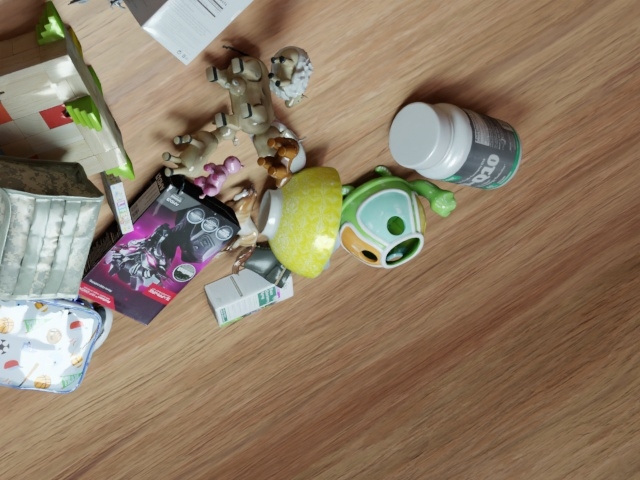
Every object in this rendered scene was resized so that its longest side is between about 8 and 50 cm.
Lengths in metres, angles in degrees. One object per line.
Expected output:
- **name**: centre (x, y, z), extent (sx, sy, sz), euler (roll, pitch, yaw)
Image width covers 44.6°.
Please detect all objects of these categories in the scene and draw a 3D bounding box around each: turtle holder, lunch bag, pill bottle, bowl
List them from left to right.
- **lunch bag**: centre (-0.563, -0.022, 1.387), extent (0.287, 0.169, 0.235), euler (2, 120, -40)
- **lunch bag**: centre (-0.672, 0.222, 1.826), extent (0.303, 0.115, 0.243), euler (16, 94, -32)
- **bowl**: centre (-0.069, -0.057, 1.969), extent (0.156, 0.289, 0.289), euler (10, 129, -19)
- **turtle holder**: centre (0.202, -0.050, 2.202), extent (0.320, 0.227, 0.243), euler (-8, 137, -32)
- **pill bottle**: centre (0.366, -0.257, 2.112), extent (0.361, 0.204, 0.204), euler (6, 129, -42)

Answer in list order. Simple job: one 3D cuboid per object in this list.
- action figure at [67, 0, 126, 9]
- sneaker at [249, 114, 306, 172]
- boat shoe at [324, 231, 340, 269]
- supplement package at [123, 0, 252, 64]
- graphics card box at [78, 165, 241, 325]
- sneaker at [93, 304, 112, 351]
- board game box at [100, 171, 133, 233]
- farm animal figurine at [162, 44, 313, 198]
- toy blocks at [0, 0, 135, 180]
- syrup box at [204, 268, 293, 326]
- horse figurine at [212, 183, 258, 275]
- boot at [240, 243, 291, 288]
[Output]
- **action figure**: centre (-0.414, -0.483, 1.292), extent (0.185, 0.099, 0.285), euler (-28, 141, 11)
- **sneaker**: centre (-0.102, -0.221, 1.852), extent (0.103, 0.111, 0.252), euler (-39, 145, 7)
- **boat shoe**: centre (0.000, 0.000, 2.185), extent (0.095, 0.084, 0.258), euler (8, 155, -9)
- **supplement package**: centre (-0.225, -0.473, 1.430), extent (0.244, 0.139, 0.134), euler (-42, 145, 9)
- **graphics card box**: centre (-0.398, 0.022, 1.879), extent (0.371, 0.094, 0.233), euler (-45, 129, 13)
- **sneaker**: centre (-0.658, 0.244, 1.960), extent (0.269, 0.101, 0.153), euler (-39, 145, 6)
- **board game box**: centre (-0.452, -0.102, 1.716), extent (0.026, 0.103, 0.154), euler (-21, 143, -19)
- **farm animal figurine**: centre (-0.163, -0.248, 1.678), extent (0.172, 0.330, 0.326), euler (-6, 102, -61)
- **toy blocks**: centre (-0.542, -0.229, 1.460), extent (0.261, 0.190, 0.381), euler (-19, 144, -2)
- **syrup box**: centre (-0.201, 0.143, 2.219), extent (0.237, 0.096, 0.093), euler (-22, 144, -15)
- **horse figurine**: centre (-0.224, -0.027, 2.023), extent (0.174, 0.066, 0.263), euler (-27, 138, -10)
- **boot**: centre (-0.124, 0.015, 2.156), extent (0.197, 0.137, 0.077), euler (-66, -174, -14)
